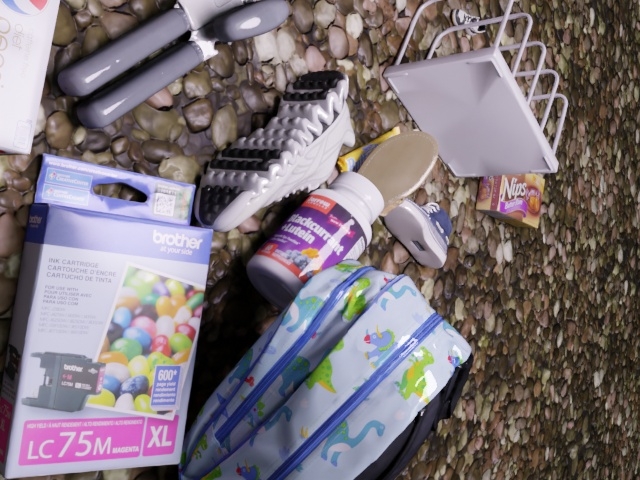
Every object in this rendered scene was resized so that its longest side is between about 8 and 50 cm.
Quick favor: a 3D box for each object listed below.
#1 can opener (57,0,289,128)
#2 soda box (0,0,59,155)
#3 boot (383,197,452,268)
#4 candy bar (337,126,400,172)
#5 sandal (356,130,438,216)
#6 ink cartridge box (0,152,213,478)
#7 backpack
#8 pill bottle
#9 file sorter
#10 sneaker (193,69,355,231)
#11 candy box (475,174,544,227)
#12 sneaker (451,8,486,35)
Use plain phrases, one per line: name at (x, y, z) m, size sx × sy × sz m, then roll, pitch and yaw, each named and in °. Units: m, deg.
can opener at (-0.154, -0.219, 0.729) m, size 0.280 × 0.093 × 0.074 m, roll -43°, pitch 124°, yaw -30°
soda box at (-0.286, -0.187, 0.593) m, size 0.069 × 0.073 × 0.216 m, roll 15°, pitch 83°, yaw -47°
boot at (0.166, -0.036, 1.114) m, size 0.190 × 0.069 × 0.086 m, roll 51°, pitch 51°, yaw -47°
candy bar at (0.078, -0.135, 1.036) m, size 0.161 × 0.018 × 0.040 m, roll -32°, pitch 117°, yaw -42°
sandal at (0.077, -0.069, 1.011) m, size 0.088 × 0.079 × 0.240 m, roll 42°, pitch 78°, yaw -3°
ink cartridge box at (-0.216, 0.078, 0.694) m, size 0.185 × 0.065 × 0.312 m, roll 10°, pitch 84°, yaw -40°
backpack at (0.007, 0.193, 0.758) m, size 0.290 × 0.355 × 0.274 m, roll -15°, pitch 73°, yaw -55°
pill bottle at (0.000, 0.000, 0.886) m, size 0.193 × 0.108 × 0.108 m, roll -50°, pitch 128°, yaw -25°
file sorter at (0.276, -0.257, 1.113) m, size 0.277 × 0.192 × 0.173 m, roll 44°, pitch 59°, yaw -40°
sneaker at (-0.042, -0.098, 0.852) m, size 0.292 × 0.110 × 0.118 m, roll -49°, pitch 136°, yaw -32°
candy box at (0.387, -0.095, 1.349) m, size 0.186 × 0.053 × 0.109 m, roll 16°, pitch 83°, yaw -48°
sneaker at (0.269, -0.397, 1.202) m, size 0.083 × 0.036 × 0.032 m, roll 9°, pitch 89°, yaw -46°
